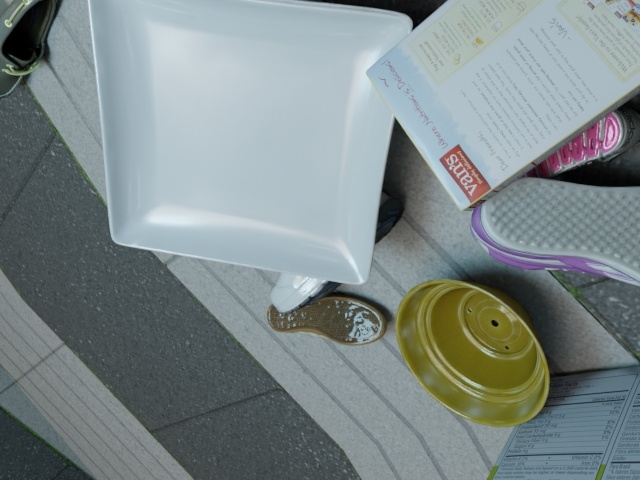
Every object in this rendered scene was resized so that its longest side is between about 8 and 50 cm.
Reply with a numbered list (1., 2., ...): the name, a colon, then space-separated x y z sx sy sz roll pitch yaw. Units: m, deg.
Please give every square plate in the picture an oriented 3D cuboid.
1. square plate: -0.089 -0.119 0.770 0.343 0.049 0.348 9 124 4

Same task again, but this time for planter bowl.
1. planter bowl: 0.212 0.128 0.861 0.217 0.090 0.217 23 129 32

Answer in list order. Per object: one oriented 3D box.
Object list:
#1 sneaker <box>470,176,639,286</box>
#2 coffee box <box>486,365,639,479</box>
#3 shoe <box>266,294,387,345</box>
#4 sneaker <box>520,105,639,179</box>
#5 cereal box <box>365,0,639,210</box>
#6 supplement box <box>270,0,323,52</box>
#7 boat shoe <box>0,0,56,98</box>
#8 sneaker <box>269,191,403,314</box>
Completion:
1. sneaker: 0.304 -0.001 0.712 0.281 0.102 0.161 16 171 6
2. coffee box: 0.406 0.360 0.703 0.338 0.334 0.338 -24 105 48
3. shoe: 0.015 0.123 1.059 0.218 0.058 0.077 3 91 33
4. sneaker: 0.262 -0.100 0.677 0.170 0.074 0.063 163 97 -66
5. cereal box: 0.182 -0.163 0.602 0.240 0.047 0.173 -37 77 22
6. supplement box: -0.119 -0.300 0.799 0.219 0.111 0.114 13 129 33
7. boat shoe: -0.521 -0.335 1.103 0.091 0.109 0.305 49 134 5
8. sneaker: 0.000 0.000 0.952 0.129 0.111 0.297 49 131 12
